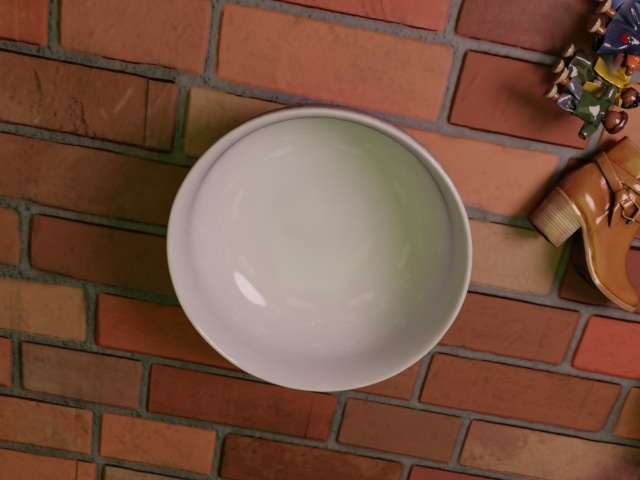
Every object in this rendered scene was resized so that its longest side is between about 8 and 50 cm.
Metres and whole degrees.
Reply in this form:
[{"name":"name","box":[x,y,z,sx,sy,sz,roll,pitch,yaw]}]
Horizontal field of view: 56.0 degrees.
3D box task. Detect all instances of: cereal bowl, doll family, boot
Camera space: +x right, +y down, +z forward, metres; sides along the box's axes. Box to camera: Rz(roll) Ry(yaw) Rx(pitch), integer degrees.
[{"name":"cereal bowl","box":[0.000,0.000,0.717,0.338,0.141,0.339,1,112,2]},{"name":"doll family","box":[0.333,-0.203,0.665,0.111,0.076,0.193,29,106,-4]},{"name":"boot","box":[0.372,-0.015,0.737,0.197,0.073,0.152,42,103,-16]}]
